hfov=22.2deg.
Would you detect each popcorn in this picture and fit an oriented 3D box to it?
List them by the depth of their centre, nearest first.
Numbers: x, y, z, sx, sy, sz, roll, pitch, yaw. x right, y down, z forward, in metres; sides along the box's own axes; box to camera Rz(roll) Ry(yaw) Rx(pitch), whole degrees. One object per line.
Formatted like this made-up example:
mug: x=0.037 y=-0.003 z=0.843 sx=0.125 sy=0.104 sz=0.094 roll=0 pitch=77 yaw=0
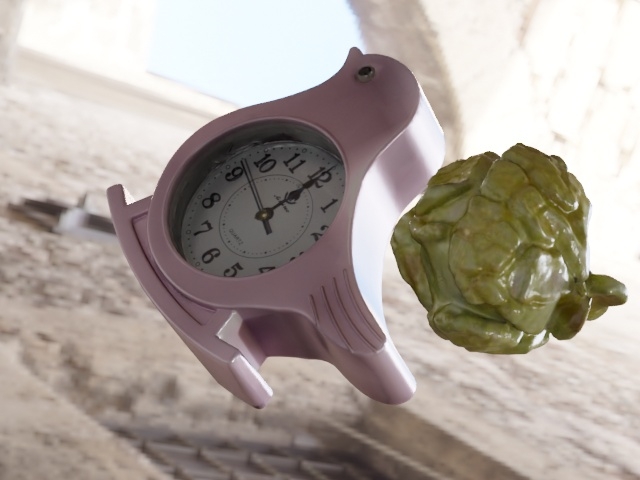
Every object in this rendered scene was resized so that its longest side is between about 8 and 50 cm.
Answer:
popcorn: x=0.122 y=0.006 z=1.069 sx=0.162 sy=0.141 sz=0.136 roll=27 pitch=-75 yaw=19

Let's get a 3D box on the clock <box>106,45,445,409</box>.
clock: x=0.000 y=0.000 z=1.282 sx=0.275 sy=0.080 sz=0.290 roll=-33 pitch=-128 yaw=-2
